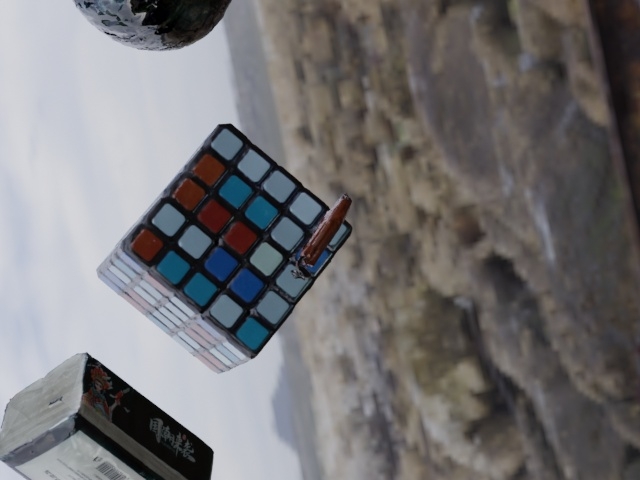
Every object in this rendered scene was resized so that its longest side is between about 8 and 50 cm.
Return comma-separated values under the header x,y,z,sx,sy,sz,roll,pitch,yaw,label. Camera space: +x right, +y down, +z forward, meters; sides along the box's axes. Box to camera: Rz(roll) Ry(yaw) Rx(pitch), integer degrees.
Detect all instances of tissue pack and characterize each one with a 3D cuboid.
x,y,z,sx,sy,sz,roll,pitch,yaw,label
-0.184,0.185,1.417,0.170,0.103,0.090,45,-152,-32,tissue pack

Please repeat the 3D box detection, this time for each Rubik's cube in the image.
x,y,z,sx,sy,sz,roll,pitch,yaw,label
-0.105,0.013,1.733,0.187,0.182,0.184,40,163,-3,Rubik's cube

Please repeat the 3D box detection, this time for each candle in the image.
x,y,z,sx,sy,sz,roll,pitch,yaw,label
0.000,0.001,1.554,0.021,0.026,0.167,46,-151,-8,candle

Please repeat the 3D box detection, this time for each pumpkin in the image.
x,y,z,sx,sy,sz,roll,pitch,yaw,label
-0.189,-0.326,1.833,0.233,0.163,0.233,23,-118,-51,pumpkin
